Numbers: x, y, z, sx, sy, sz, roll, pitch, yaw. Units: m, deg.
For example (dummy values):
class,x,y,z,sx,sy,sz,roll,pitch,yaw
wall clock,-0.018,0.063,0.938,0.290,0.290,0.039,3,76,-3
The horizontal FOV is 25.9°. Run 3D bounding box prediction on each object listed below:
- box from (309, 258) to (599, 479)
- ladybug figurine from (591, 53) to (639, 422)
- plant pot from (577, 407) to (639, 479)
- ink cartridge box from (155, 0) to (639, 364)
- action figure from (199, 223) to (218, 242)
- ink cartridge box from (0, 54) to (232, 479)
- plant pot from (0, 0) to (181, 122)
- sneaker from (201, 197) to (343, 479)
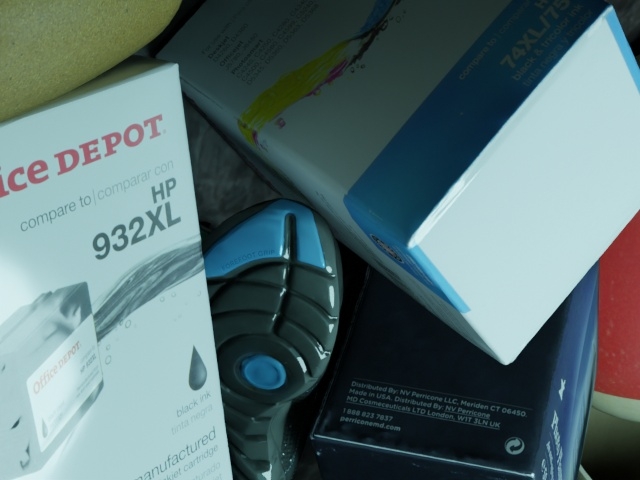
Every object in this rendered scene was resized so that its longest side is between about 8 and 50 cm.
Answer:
class,x,y,z,sx,sy,sz,roll,pitch,yaw
box,0.134,0.130,1.192,0.296,0.183,0.294,77,26,-51
ladybug figurine,0.374,0.010,1.427,0.305,0.162,0.449,-26,126,-24
plant pot,0.377,0.288,1.674,0.256,0.256,0.274,-29,153,-27
ink cartridge box,0.066,-0.091,0.974,0.197,0.270,0.198,-49,143,-5
action figure,-0.142,0.090,1.081,0.232,0.063,0.137,-58,145,3
ink cartridge box,-0.187,0.054,0.860,0.223,0.129,0.307,-27,120,-41
plant pot,-0.186,-0.155,0.718,0.254,0.237,0.237,-12,130,-58
sneaker,-0.053,0.082,1.056,0.139,0.125,0.341,-66,175,-47
